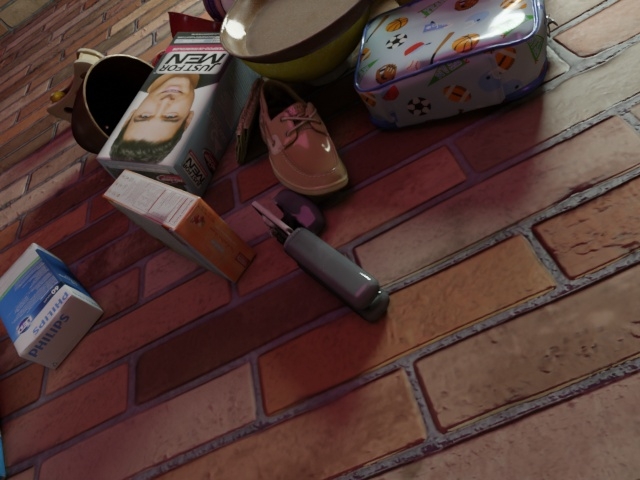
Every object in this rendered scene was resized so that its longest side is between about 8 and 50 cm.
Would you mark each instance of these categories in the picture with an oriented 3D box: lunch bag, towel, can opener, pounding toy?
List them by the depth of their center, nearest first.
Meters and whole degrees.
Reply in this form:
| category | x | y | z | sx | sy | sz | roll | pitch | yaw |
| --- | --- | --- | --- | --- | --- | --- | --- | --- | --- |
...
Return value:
| category | x | y | z | sx | sy | sz | roll | pitch | yaw |
| --- | --- | --- | --- | --- | --- | --- | --- | --- | --- |
| can opener | 0.000 | 0.000 | 0.694 | 0.095 | 0.076 | 0.283 | -48 | 48 | -7 |
| lunch bag | 0.210 | -0.311 | 0.773 | 0.303 | 0.115 | 0.243 | -7 | 52 | 28 |
| towel | -0.139 | -0.231 | 0.938 | 0.027 | 0.110 | 0.148 | 16 | 61 | -6 |
| pounding toy | -0.641 | -0.413 | 1.339 | 0.269 | 0.154 | 0.155 | -27 | 47 | 12 |

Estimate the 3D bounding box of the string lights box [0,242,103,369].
| category | x | y | z | sx | sy | sz | roll | pitch | yaw |
| --- | --- | --- | --- | --- | --- | --- | --- | --- | --- |
| string lights box | -0.535 | 0.117 | 0.933 | 0.259 | 0.077 | 0.133 | 28 | 75 | 42 |

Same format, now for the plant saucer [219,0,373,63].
| category | x | y | z | sx | sy | sz | roll | pitch | yaw |
| --- | --- | --- | --- | --- | --- | --- | --- | --- | --- |
| plant saucer | -0.027 | -0.397 | 0.808 | 0.310 | 0.050 | 0.311 | -16 | 50 | 20 |

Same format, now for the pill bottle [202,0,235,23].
| category | x | y | z | sx | sy | sz | roll | pitch | yaw |
| --- | --- | --- | --- | --- | --- | --- | --- | --- | --- |
| pill bottle | -0.179 | -0.585 | 1.154 | 0.153 | 0.153 | 0.264 | -44 | 36 | -4 |

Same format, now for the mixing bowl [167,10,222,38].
| category | x | y | z | sx | sy | sz | roll | pitch | yaw |
| --- | --- | --- | --- | --- | --- | --- | --- | --- | --- |
| mixing bowl | -0.285 | -0.486 | 1.188 | 0.181 | 0.181 | 0.098 | 30 | 115 | 42 |

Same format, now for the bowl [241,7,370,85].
| category | x | y | z | sx | sy | sz | roll | pitch | yaw |
| --- | --- | --- | --- | --- | --- | --- | --- | --- | --- |
| bowl | -0.019 | -0.400 | 0.946 | 0.289 | 0.156 | 0.290 | -16 | 51 | 21 |

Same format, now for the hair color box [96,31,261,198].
| category | x | y | z | sx | sy | sz | roll | pitch | yaw |
| --- | --- | --- | --- | --- | --- | --- | --- | --- | --- |
| hair color box | -0.278 | -0.272 | 1.017 | 0.185 | 0.114 | 0.375 | 8 | 62 | 21 |

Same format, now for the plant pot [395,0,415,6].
| category | x | y | z | sx | sy | sz | roll | pitch | yaw |
| --- | --- | --- | --- | --- | --- | --- | --- | --- | --- |
| plant pot | 0.212 | -0.533 | 0.858 | 0.239 | 0.254 | 0.254 | -38 | 44 | 22 |

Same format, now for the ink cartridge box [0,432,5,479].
| category | x | y | z | sx | sy | sz | roll | pitch | yaw |
| --- | --- | --- | --- | --- | --- | --- | --- | --- | --- |
| ink cartridge box | -0.716 | 0.259 | 0.794 | 0.166 | 0.285 | 0.395 | -44 | 46 | -4 |

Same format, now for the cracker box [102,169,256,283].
| category | x | y | z | sx | sy | sz | roll | pitch | yaw |
| --- | --- | --- | --- | --- | --- | --- | --- | --- | --- |
| cracker box | -0.234 | -0.027 | 0.802 | 0.232 | 0.156 | 0.067 | 21 | 70 | 39 |

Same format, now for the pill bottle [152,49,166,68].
| category | x | y | z | sx | sy | sz | roll | pitch | yaw |
| --- | --- | --- | --- | --- | --- | --- | --- | --- | --- |
| pill bottle | -0.363 | -0.417 | 1.218 | 0.086 | 0.086 | 0.152 | -41 | 46 | -2 |

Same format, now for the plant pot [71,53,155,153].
| category | x | y | z | sx | sy | sz | roll | pitch | yaw |
| --- | --- | --- | --- | --- | --- | --- | --- | --- | --- |
| plant pot | -0.482 | -0.283 | 1.133 | 0.230 | 0.215 | 0.216 | -10 | 51 | 44 |

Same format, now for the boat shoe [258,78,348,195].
| category | x | y | z | sx | sy | sz | roll | pitch | yaw |
| --- | --- | --- | --- | --- | --- | --- | --- | --- | --- |
| boat shoe | -0.042 | -0.182 | 0.820 | 0.109 | 0.098 | 0.302 | -16 | 42 | -12 |
